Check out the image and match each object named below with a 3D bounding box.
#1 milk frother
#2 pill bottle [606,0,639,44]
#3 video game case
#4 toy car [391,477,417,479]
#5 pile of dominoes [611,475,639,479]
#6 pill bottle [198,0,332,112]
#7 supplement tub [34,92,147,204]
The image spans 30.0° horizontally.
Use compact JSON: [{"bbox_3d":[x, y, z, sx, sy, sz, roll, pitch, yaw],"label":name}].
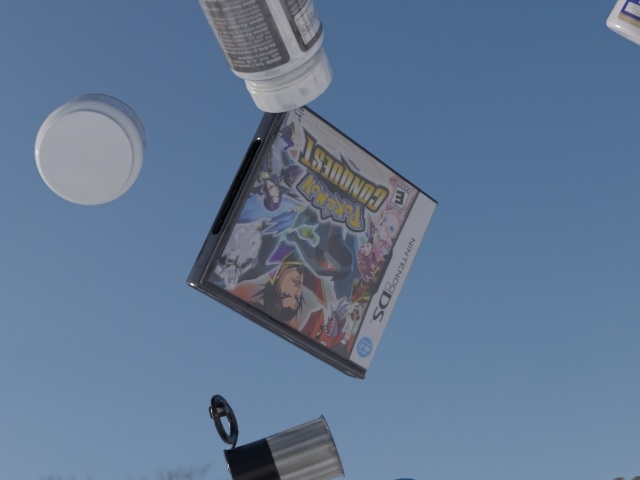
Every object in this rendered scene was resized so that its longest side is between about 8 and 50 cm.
[{"bbox_3d":[-0.059,0.248,1.504,0.135,0.143,0.129,-19,4,-8],"label":"milk frother"},{"bbox_3d":[0.472,-0.345,1.587,0.112,0.112,0.186,12,-71,-50],"label":"pill bottle"},{"bbox_3d":[0.000,0.000,1.424,0.275,0.248,0.035,33,-15,-35],"label":"video game case"},{"bbox_3d":[0.156,0.504,1.742,0.210,0.219,0.238,3,19,18],"label":"toy car"},{"bbox_3d":[0.322,0.309,1.108,0.251,0.196,0.040,4,-6,-43],"label":"pile of dominoes"},{"bbox_3d":[-0.044,-0.167,0.881,0.078,0.078,0.137,-20,-54,6],"label":"pill bottle"},{"bbox_3d":[-0.316,-0.127,1.657,0.144,0.144,0.199,-17,12,-2],"label":"supplement tub"}]
